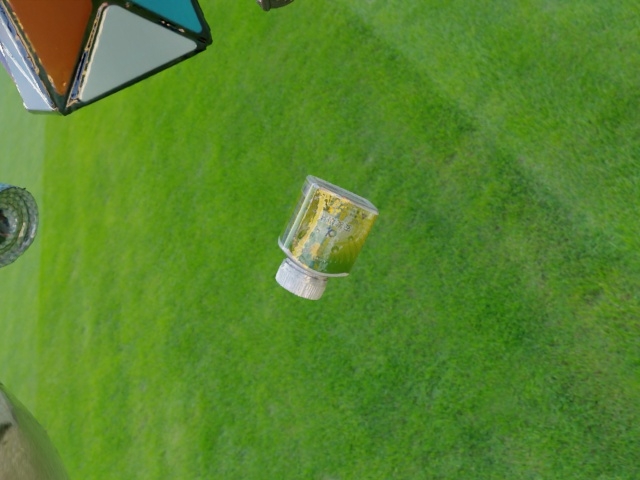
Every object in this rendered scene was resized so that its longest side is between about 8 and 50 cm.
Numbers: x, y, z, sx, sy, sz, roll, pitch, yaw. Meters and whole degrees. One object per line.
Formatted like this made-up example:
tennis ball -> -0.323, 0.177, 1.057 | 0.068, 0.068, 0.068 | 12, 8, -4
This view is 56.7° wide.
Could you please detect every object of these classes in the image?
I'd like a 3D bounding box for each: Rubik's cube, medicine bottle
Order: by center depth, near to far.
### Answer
Rubik's cube -> -0.340, -0.334, 0.826 | 0.246, 0.250, 0.248 | -35, 31, -24
medicine bottle -> 0.000, 0.000, 1.021 | 0.189, 0.132, 0.088 | -65, 17, 12

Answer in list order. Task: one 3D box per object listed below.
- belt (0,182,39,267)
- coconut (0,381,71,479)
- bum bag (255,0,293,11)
belt -> -0.347, 0.035, 0.461 | 0.302, 0.072, 0.087 | -56, -22, -55
coconut -> -0.254, 0.175, 0.341 | 0.241, 0.241, 0.241 | -27, 52, 40
bum bag -> -0.018, -0.543, 1.178 | 0.326, 0.080, 0.142 | -9, 48, 41
